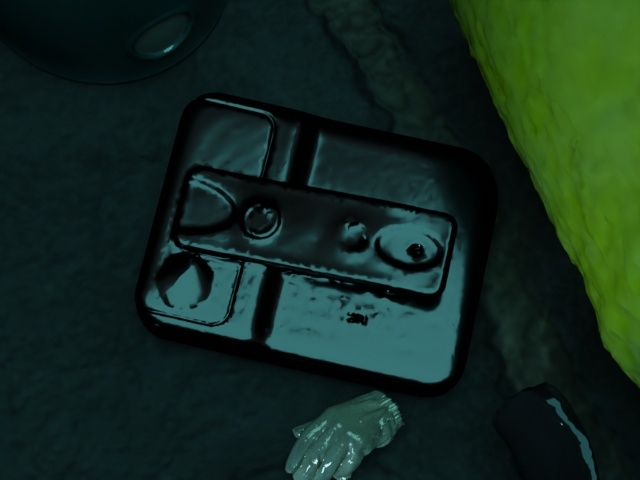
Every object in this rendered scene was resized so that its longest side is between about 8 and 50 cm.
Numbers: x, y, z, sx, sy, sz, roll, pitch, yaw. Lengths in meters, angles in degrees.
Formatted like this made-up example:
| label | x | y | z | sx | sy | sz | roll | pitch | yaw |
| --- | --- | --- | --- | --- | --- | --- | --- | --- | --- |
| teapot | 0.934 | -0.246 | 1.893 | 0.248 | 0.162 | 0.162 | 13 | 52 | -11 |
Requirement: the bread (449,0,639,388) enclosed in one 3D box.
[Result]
| label | x | y | z | sx | sy | sz | roll | pitch | yaw |
| --- | --- | --- | --- | --- | --- | --- | --- | --- | --- |
| bread | 0.247 | -0.109 | 0.828 | 0.348 | 0.348 | 0.308 | -24 | 65 | -7 |

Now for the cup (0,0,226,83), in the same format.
| label | x | y | z | sx | sy | sz | roll | pitch | yaw |
| --- | --- | --- | --- | --- | --- | --- | --- | --- | --- |
| cup | -0.133 | -0.194 | 0.918 | 0.299 | 0.173 | 0.167 | -32 | 76 | -9 |

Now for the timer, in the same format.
| label | x | y | z | sx | sy | sz | roll | pitch | yaw |
| --- | --- | --- | --- | --- | --- | --- | --- | --- | --- |
| timer | 0.000 | 0.000 | 0.924 | 0.187 | 0.055 | 0.144 | 12 | 74 | 3 |

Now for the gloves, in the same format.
| label | x | y | z | sx | sy | sz | roll | pitch | yaw |
| --- | --- | --- | --- | --- | --- | --- | --- | --- | --- |
| gloves | 0.015 | 0.104 | 0.907 | 0.081 | 0.037 | 0.044 | -44 | 43 | -6 |

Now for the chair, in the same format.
| label | x | y | z | sx | sy | sz | roll | pitch | yaw |
| --- | --- | --- | --- | --- | --- | --- | --- | --- | --- |
| chair | 0.178 | 0.178 | 0.835 | 0.145 | 0.140 | 0.221 | -11 | 71 | -5 |
